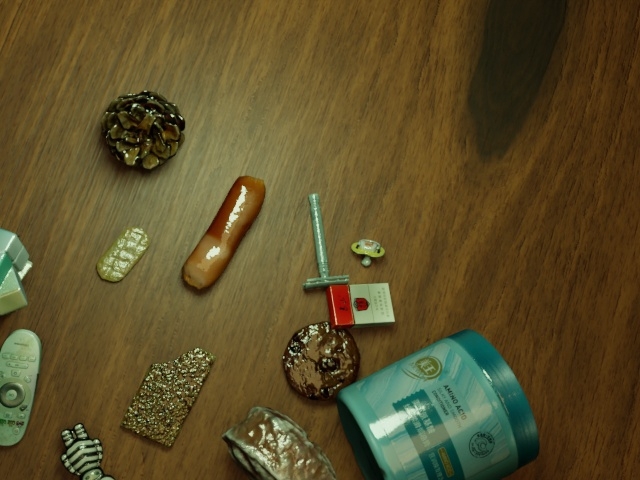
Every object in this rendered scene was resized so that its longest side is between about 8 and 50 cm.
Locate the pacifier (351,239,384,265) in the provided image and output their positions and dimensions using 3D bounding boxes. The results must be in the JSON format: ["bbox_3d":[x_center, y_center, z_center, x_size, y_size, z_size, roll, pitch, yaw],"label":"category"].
[{"bbox_3d":[0.116,0.032,1.868,0.083,0.068,0.064,12,115,8],"label":"pacifier"}]

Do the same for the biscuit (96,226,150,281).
[{"bbox_3d":[-0.458,0.032,1.764,0.071,0.018,0.147,39,78,-6],"label":"biscuit"}]

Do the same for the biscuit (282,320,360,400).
[{"bbox_3d":[0.004,0.286,1.809,0.192,0.049,0.192,2,77,-10],"label":"biscuit"}]

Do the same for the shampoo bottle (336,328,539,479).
[{"bbox_3d":[0.251,0.417,1.700,0.342,0.331,0.331,-23,88,-11],"label":"shampoo bottle"}]

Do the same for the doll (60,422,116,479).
[{"bbox_3d":[-0.508,0.512,1.670,0.091,0.067,0.219,-23,90,-24],"label":"doll"}]

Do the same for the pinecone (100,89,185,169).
[{"bbox_3d":[-0.399,-0.252,1.718,0.184,0.204,0.179,-32,109,-12],"label":"pinecone"}]

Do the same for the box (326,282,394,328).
[{"bbox_3d":[0.096,0.158,1.828,0.152,0.048,0.100,-1,66,-20],"label":"box"}]

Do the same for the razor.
[{"bbox_3d":[0.000,0.000,1.845,0.106,0.068,0.232,-4,77,-13],"label":"razor"}]

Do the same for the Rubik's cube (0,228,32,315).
[{"bbox_3d":[-0.730,0.069,1.617,0.265,0.213,0.224,21,65,3],"label":"Rubik's cube"}]

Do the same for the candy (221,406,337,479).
[{"bbox_3d":[-0.078,0.494,1.682,0.289,0.214,0.157,45,72,-4],"label":"candy"}]

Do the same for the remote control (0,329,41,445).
[{"bbox_3d":[-0.676,0.324,1.672,0.097,0.045,0.256,12,84,-8],"label":"remote control"}]

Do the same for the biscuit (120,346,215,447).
[{"bbox_3d":[-0.348,0.345,1.743,0.131,0.026,0.237,28,80,-8],"label":"biscuit"}]

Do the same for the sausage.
[{"bbox_3d":[-0.224,-0.021,1.786,0.089,0.083,0.300,33,81,-12],"label":"sausage"}]
